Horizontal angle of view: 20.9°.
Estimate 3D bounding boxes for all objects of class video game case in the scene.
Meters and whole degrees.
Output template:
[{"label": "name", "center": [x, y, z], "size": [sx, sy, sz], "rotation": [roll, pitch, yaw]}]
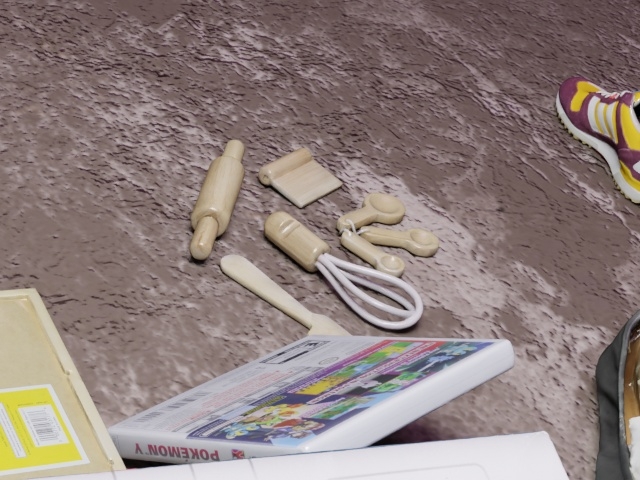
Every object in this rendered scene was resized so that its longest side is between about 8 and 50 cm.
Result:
[{"label": "video game case", "center": [-0.006, 0.102, 1.116], "size": [0.183, 0.023, 0.201], "rotation": [-2, 14, 44]}]

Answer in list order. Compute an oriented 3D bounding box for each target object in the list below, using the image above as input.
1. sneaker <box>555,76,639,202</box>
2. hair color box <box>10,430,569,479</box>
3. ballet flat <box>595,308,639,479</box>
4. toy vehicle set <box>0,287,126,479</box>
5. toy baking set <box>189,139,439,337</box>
[{"label": "sneaker", "center": [0.283, -0.113, 1.591], "size": [0.070, 0.084, 0.185], "rotation": [-3, 38, -27]}, {"label": "hair color box", "center": [-0.009, 0.213, 0.934], "size": [0.347, 0.105, 0.174], "rotation": [-1, 50, -27]}, {"label": "ballet flat", "center": [0.236, 0.138, 1.188], "size": [0.095, 0.096, 0.280], "rotation": [12, 34, -8]}, {"label": "toy vehicle set", "center": [-0.214, 0.129, 1.058], "size": [0.166, 0.035, 0.267], "rotation": [-4, 38, -28]}, {"label": "toy baking set", "center": [-0.006, -0.003, 1.349], "size": [0.197, 0.030, 0.256], "rotation": [18, 33, 2]}]
